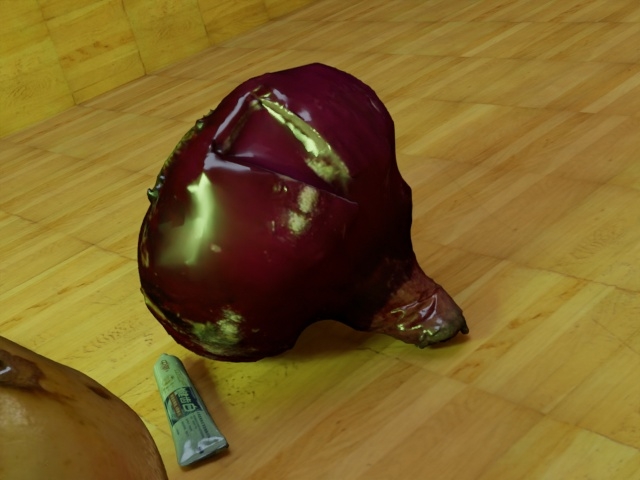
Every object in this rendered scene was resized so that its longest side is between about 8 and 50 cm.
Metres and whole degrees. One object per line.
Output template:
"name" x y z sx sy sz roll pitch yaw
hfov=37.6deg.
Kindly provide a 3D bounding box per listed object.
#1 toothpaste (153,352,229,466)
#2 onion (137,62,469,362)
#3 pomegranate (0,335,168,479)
"toothpaste" -0.168 0.198 1.146 0.060 0.038 0.233 -24 29 -10
"onion" 0.000 0.000 1.183 0.420 0.398 0.398 27 30 -3
"pomegranate" -0.299 0.266 0.714 0.411 0.412 0.411 -13 25 6
